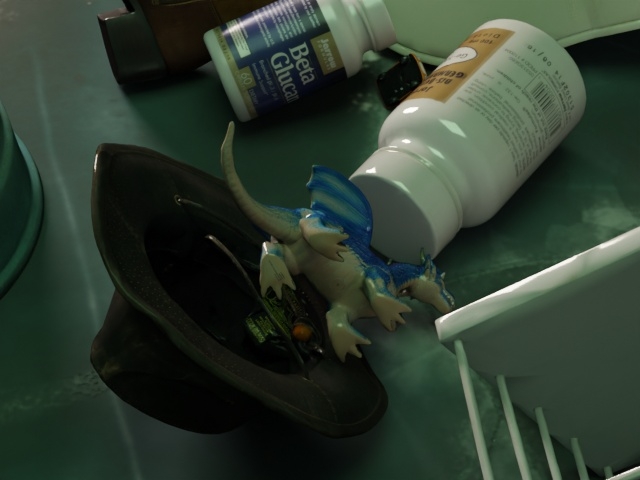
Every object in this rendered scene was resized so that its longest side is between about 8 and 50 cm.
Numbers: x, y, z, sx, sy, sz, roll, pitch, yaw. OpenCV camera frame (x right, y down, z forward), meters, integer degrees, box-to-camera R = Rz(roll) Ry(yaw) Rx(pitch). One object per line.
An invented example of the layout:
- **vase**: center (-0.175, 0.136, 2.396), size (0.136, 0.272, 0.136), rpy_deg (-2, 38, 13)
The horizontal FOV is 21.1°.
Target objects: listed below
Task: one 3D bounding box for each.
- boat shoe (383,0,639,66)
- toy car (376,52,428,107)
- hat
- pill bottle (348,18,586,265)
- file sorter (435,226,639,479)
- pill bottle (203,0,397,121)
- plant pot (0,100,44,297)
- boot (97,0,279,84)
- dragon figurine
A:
- **boat shoe**: center (0.209, -0.240, 1.702), size (0.319, 0.116, 0.099), rpy_deg (-8, 13, 10)
- **toy car**: center (0.066, -0.181, 1.676), size (0.040, 0.060, 0.122), rpy_deg (-3, 48, -46)
- **hat**: center (-0.101, 0.068, 1.373), size (0.134, 0.331, 0.331), rpy_deg (-41, 50, 19)
- **pill bottle**: center (0.127, -0.087, 1.543), size (0.131, 0.131, 0.229), rpy_deg (30, 56, 23)
- **file sorter**: center (0.244, 0.143, 1.218), size (0.193, 0.277, 0.173), rpy_deg (-27, 50, 21)
- **pill bottle**: center (-0.017, -0.186, 1.630), size (0.169, 0.094, 0.094), rpy_deg (-24, 52, 0)
- **plant pot**: center (-0.425, -0.128, 1.450), size (0.341, 0.334, 0.341), rpy_deg (0, 49, 0)
- **boot**: center (-0.090, -0.302, 1.657), size (0.280, 0.264, 0.096), rpy_deg (-17, 15, -12)
- **dragon figurine**: center (0.000, 0.000, 1.393), size (0.085, 0.289, 0.144), rpy_deg (-41, 25, 17)
